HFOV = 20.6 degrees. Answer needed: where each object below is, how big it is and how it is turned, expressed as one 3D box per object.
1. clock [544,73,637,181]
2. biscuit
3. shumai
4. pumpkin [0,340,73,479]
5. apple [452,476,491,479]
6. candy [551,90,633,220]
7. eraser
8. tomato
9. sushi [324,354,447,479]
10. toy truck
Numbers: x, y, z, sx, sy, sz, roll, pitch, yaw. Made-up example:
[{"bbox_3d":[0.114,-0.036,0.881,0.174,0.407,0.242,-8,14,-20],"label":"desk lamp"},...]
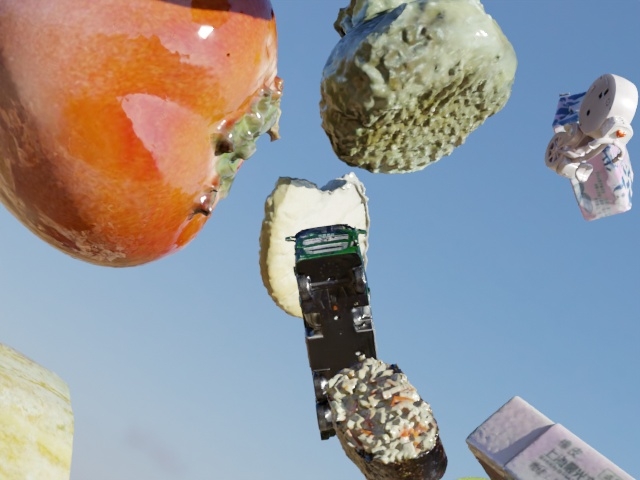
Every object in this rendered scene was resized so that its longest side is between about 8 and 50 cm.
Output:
[{"bbox_3d":[0.270,-0.105,1.758,0.041,0.087,0.129,20,-45,-21],"label":"clock"},{"bbox_3d":[0.000,0.000,2.123,0.040,0.188,0.265,27,-17,33],"label":"biscuit"},{"bbox_3d":[0.089,-0.217,1.964,0.260,0.225,0.222,111,-39,-66],"label":"shumai"},{"bbox_3d":[-0.326,0.221,1.377,0.199,0.332,0.332,27,-11,-17],"label":"pumpkin"},{"bbox_3d":[0.174,0.315,1.936,0.102,0.099,0.114,-9,13,4],"label":"apple"},{"bbox_3d":[0.368,-0.118,2.352,0.073,0.092,0.160,-12,-60,20],"label":"candy"},{"bbox_3d":[0.271,0.275,1.734,0.287,0.086,0.130,36,-18,51],"label":"eraser"},{"bbox_3d":[-0.192,-0.145,1.531,0.322,0.321,0.321,27,-12,6],"label":"tomato"},{"bbox_3d":[0.062,0.179,1.686,0.150,0.091,0.078,54,-16,48],"label":"sushi"},{"bbox_3d":[0.021,0.102,1.942,0.121,0.088,0.259,-97,179,-61],"label":"toy truck"}]
